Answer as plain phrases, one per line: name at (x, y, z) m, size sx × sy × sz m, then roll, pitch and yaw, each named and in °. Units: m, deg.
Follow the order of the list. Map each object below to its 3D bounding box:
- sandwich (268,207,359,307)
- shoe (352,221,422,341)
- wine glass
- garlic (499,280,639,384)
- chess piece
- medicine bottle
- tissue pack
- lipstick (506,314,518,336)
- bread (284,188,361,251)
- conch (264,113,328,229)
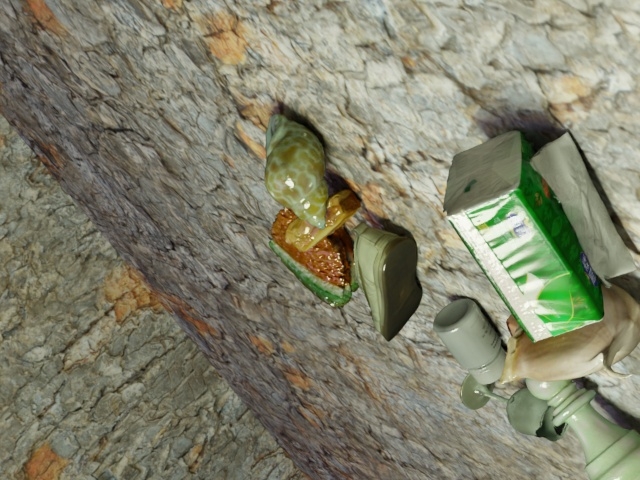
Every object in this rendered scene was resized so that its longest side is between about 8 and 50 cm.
sandwich at (0.006, 0.006, 1.990) m, size 0.185 × 0.109 × 0.160 m, roll 40°, pitch 141°, yaw 18°
shoe at (0.107, 0.069, 1.906) m, size 0.098 × 0.103 × 0.275 m, roll 35°, pitch 153°, yaw 29°
wine glass at (0.325, 0.274, 1.906) m, size 0.195 × 0.079 × 0.079 m, roll 17°, pitch 147°, yaw 55°
garlic at (0.346, 0.116, 1.430) m, size 0.128 × 0.148 × 0.266 m, roll 16°, pitch 165°, yaw -12°
chess piece at (0.391, 0.265, 1.715) m, size 0.271 × 0.139 × 0.139 m, roll 50°, pitch 164°, yaw 18°
medicine bottle at (0.245, 0.164, 1.836) m, size 0.130 × 0.080 × 0.080 m, roll 53°, pitch 159°, yaw -23°
tissue pack at (0.265, -0.015, 1.349) m, size 0.156 × 0.148 × 0.209 m, roll -24°, pitch 116°, yaw 27°
lipstick at (0.339, 0.142, 1.653) m, size 0.145 × 0.045 × 0.045 m, roll 26°, pitch 152°, yaw 45°
bread at (0.003, -0.035, 1.858) m, size 0.132 × 0.074 × 0.053 m, roll -38°, pitch 86°, yaw 36°
conch at (-0.040, -0.119, 1.786) m, size 0.116 × 0.106 × 0.173 m, roll -58°, pitch 38°, yaw 43°
